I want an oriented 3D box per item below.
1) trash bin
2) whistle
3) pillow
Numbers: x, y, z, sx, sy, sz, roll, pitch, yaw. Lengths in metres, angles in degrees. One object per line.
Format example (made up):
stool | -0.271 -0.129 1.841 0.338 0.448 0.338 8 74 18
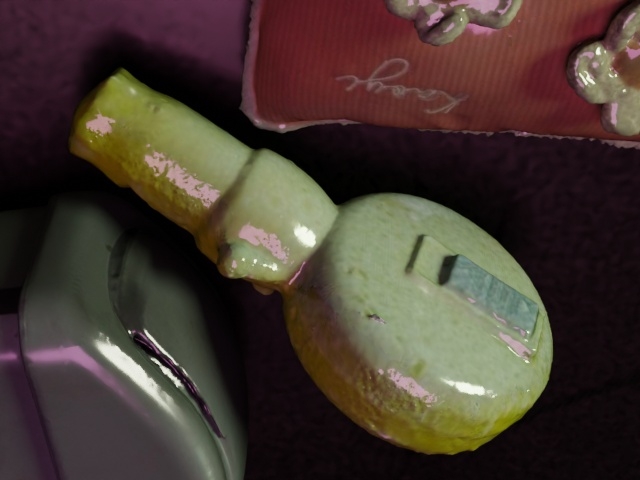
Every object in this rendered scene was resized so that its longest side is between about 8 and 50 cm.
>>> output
trash bin | -0.146 0.077 0.575 0.236 0.101 0.177 -5 125 3
whistle | 0.000 0.000 0.538 0.198 0.104 0.057 36 128 -6
pillow | 0.066 -0.097 0.483 0.179 0.075 0.171 4 128 -2
